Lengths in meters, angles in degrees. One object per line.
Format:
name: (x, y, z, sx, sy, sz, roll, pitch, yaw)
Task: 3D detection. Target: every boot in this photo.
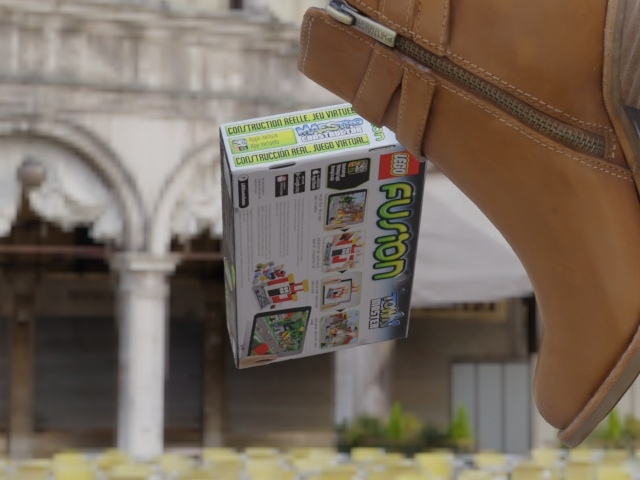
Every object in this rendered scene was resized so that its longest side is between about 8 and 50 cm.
boot: (0.060, -0.031, 0.590, 0.152, 0.197, 0.073, 21, 31, 13)

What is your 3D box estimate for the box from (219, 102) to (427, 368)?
box: (0.000, 0.000, 1.014, 0.114, 0.036, 0.207, -10, -34, -9)
